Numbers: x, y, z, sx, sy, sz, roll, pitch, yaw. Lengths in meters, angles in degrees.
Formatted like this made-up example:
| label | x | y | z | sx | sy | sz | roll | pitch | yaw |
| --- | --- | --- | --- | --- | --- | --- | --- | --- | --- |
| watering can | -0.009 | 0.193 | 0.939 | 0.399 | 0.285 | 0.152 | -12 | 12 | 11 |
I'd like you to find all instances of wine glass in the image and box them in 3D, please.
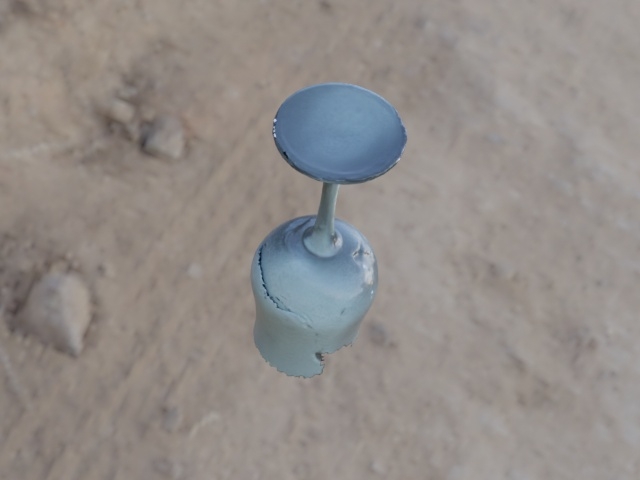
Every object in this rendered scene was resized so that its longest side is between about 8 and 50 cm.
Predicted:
| label | x | y | z | sx | sy | sz | roll | pitch | yaw |
| --- | --- | --- | --- | --- | --- | --- | --- | --- | --- |
| wine glass | 0.000 | 0.000 | 1.088 | 0.079 | 0.195 | 0.079 | 3 | 51 | -4 |
